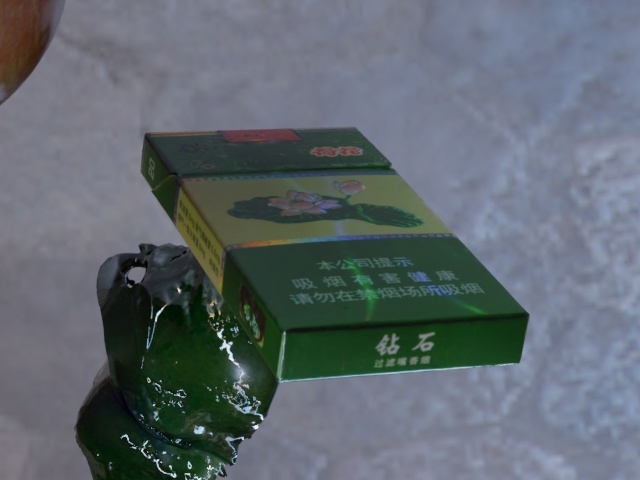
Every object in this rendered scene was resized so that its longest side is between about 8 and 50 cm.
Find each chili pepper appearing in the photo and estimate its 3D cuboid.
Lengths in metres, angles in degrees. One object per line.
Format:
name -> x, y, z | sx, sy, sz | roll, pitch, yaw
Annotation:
chili pepper -> -0.111, 0.101, 1.392 | 0.116, 0.148, 0.264 | 13, 137, -24

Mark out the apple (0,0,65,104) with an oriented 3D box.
apple -> -0.184, -0.121, 0.728 | 0.188, 0.188, 0.174 | -11, 130, 9

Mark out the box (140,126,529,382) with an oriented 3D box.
box -> 0.000, 0.000, 1.033 | 0.132, 0.235, 0.034 | -3, 117, -21
